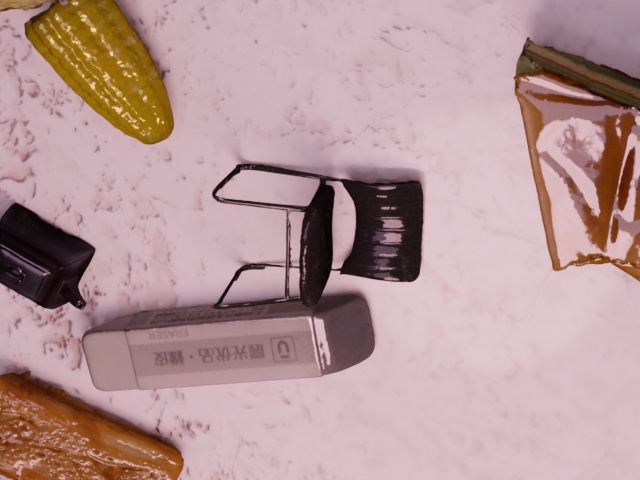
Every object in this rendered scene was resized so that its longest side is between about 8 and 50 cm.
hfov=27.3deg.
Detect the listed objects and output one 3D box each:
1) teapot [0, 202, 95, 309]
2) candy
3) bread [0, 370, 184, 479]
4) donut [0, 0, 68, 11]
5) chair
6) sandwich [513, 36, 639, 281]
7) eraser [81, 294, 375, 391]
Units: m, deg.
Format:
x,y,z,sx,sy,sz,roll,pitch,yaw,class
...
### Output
x,y,z,sx,sy,sz,roll,pitch,yaw,class
-0.354,0.029,1.587,0.177,0.096,0.087,31,112,0,teapot
-0.237,-0.193,1.490,0.106,0.094,0.199,-41,107,-15,candy
-0.310,0.265,1.661,0.271,0.077,0.139,24,80,0,bread
-0.445,-0.312,1.440,0.345,0.136,0.259,-28,74,22,donut
0.000,0.000,1.482,0.221,0.145,0.140,4,110,9,chair
0.280,-0.075,1.392,0.227,0.155,0.198,24,112,3,sandwich
-0.112,0.125,1.591,0.352,0.061,0.089,-6,107,14,eraser
